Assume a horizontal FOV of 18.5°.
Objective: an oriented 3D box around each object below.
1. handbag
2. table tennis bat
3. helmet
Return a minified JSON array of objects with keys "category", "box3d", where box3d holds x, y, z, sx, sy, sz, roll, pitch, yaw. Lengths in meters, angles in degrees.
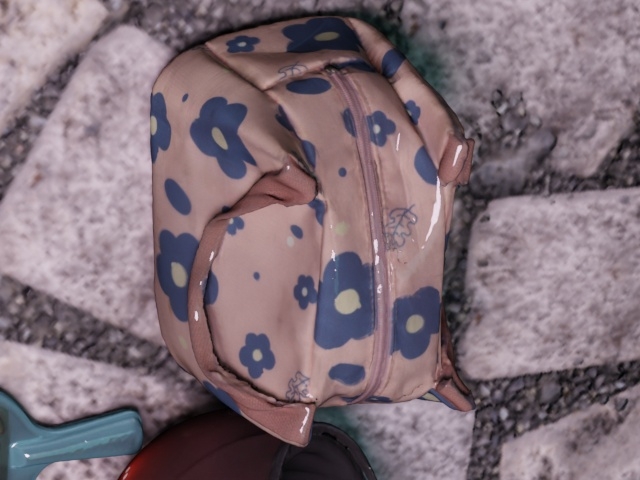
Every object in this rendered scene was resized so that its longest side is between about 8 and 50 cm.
[{"category":"handbag","box3d":[0.000,0.000,1.277,0.190,0.193,0.252,-12,115,-24]},{"category":"table tennis bat","box3d":[-0.218,0.144,1.330,0.201,0.033,0.124,-9,115,-16]},{"category":"helmet","box3d":[-0.055,0.212,1.334,0.189,0.193,0.216,27,93,-54]}]
